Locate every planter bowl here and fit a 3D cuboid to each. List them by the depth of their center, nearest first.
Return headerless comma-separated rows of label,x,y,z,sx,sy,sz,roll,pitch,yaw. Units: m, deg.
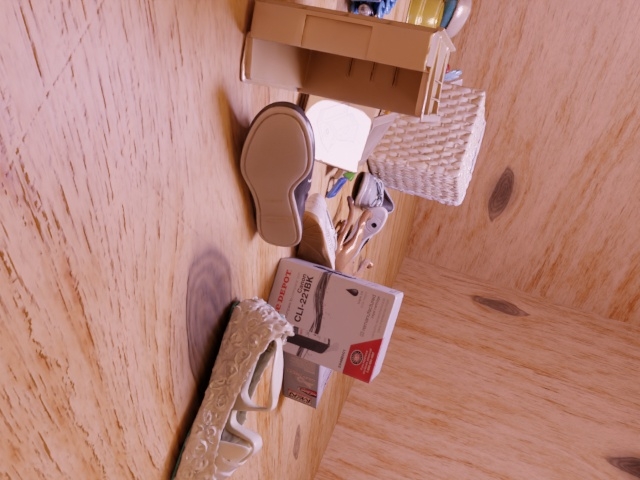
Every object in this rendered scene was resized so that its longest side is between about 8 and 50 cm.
planter bowl,0.347,-0.735,1.773,0.217,0.090,0.217,17,90,-77

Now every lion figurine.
lion figurine,0.065,0.082,1.629,0.240,0.142,0.392,-52,143,-37

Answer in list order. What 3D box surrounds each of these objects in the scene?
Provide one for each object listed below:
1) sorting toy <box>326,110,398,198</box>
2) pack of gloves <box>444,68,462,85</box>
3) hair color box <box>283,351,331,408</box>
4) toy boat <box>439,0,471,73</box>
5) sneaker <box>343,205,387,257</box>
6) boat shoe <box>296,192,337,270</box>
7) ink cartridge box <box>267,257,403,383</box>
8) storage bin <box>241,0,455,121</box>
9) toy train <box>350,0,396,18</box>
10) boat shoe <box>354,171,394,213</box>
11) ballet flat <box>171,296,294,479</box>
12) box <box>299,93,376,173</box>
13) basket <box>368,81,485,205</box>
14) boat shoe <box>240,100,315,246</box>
sorting toy,0.110,-0.255,1.369,0.347,0.047,0.196,-55,171,34
pack of gloves,0.387,-0.564,1.934,0.195,0.232,0.046,2,76,-78
hair color box,-0.019,0.284,1.525,0.185,0.114,0.374,-59,160,-44
toy boat,0.415,-0.746,1.915,0.267,0.148,0.318,-139,-116,-81
sneaker,0.148,-0.046,1.792,0.217,0.079,0.121,-51,-179,27
boat shoe,0.000,0.000,1.280,0.277,0.098,0.096,86,26,-53
ink cartridge box,0.020,0.168,1.203,0.114,0.273,0.197,10,97,-73
storage bin,0.054,-0.265,0.819,0.260,0.262,0.123,-35,139,-69
toy train,0.118,-0.532,1.142,0.184,0.080,0.105,-58,154,-46
boat shoe,0.185,-0.147,1.822,0.320,0.103,0.118,39,68,-75
ballet flat,-0.154,0.307,0.980,0.147,0.147,0.408,19,89,-76
box,0.029,-0.231,1.083,0.201,0.021,0.164,10,99,-49
basket,0.357,-0.332,1.803,0.266,0.331,0.328,44,64,-73
boat shoe,-0.066,-0.115,0.890,0.335,0.112,0.095,97,-1,-56
